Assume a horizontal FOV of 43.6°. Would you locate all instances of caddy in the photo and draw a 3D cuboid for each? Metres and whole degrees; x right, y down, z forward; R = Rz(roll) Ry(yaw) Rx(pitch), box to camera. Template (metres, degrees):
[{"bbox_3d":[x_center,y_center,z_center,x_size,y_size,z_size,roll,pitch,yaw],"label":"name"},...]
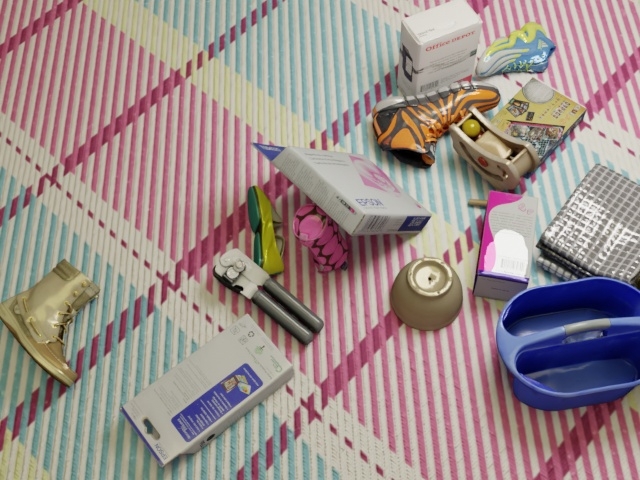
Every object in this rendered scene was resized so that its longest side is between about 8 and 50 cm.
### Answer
[{"bbox_3d":[0.522,0.206,1.627,0.341,0.179,0.241,-10,59,-3],"label":"caddy"}]

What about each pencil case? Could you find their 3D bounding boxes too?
[{"bbox_3d":[0.000,0.000,1.751,0.095,0.209,0.098,28,78,25],"label":"pencil case"}]

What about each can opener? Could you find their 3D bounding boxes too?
[{"bbox_3d":[-0.116,0.123,1.766,0.280,0.093,0.074,37,70,12],"label":"can opener"}]

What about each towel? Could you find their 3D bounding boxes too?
[{"bbox_3d":[0.642,-0.017,1.781,0.235,0.121,0.284,33,66,21],"label":"towel"}]

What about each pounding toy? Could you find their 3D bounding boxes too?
[{"bbox_3d":[0.392,-0.169,1.843,0.155,0.154,0.269,-42,76,-9],"label":"pounding toy"}]

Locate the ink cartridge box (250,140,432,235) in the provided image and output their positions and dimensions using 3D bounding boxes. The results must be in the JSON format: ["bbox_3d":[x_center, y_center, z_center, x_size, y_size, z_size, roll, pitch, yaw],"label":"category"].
[{"bbox_3d":[0.054,-0.136,1.790,0.330,0.324,0.071,44,113,23],"label":"ink cartridge box"}]

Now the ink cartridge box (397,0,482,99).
[{"bbox_3d":[0.290,-0.462,1.988,0.171,0.237,0.100,-23,62,-11],"label":"ink cartridge box"}]

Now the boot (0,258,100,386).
[{"bbox_3d":[-0.558,0.174,1.747,0.203,0.095,0.262,-40,62,-20],"label":"boot"}]

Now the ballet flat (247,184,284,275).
[{"bbox_3d":[-0.123,-0.022,1.858,0.077,0.077,0.231,3,61,-20],"label":"ballet flat"}]

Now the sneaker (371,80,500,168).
[{"bbox_3d":[0.293,-0.272,1.961,0.320,0.125,0.180,-12,64,8],"label":"sneaker"}]

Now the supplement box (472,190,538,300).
[{"bbox_3d":[0.412,0.013,1.781,0.111,0.114,0.220,10,62,9],"label":"supplement box"}]

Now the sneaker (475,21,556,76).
[{"bbox_3d":[0.516,-0.476,2.071,0.240,0.091,0.126,-38,66,-18],"label":"sneaker"}]

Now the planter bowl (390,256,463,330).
[{"bbox_3d":[0.235,0.101,1.741,0.162,0.109,0.162,-1,60,1],"label":"planter bowl"}]

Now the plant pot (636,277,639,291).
[{"bbox_3d":[0.725,0.116,1.629,0.095,0.134,0.134,-25,62,-2],"label":"plant pot"}]

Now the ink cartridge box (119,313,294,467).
[{"bbox_3d":[-0.233,0.314,1.666,0.332,0.065,0.165,-35,64,-18],"label":"ink cartridge box"}]

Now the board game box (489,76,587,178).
[{"bbox_3d":[0.521,-0.282,1.986,0.165,0.042,0.243,38,68,22],"label":"board game box"}]
